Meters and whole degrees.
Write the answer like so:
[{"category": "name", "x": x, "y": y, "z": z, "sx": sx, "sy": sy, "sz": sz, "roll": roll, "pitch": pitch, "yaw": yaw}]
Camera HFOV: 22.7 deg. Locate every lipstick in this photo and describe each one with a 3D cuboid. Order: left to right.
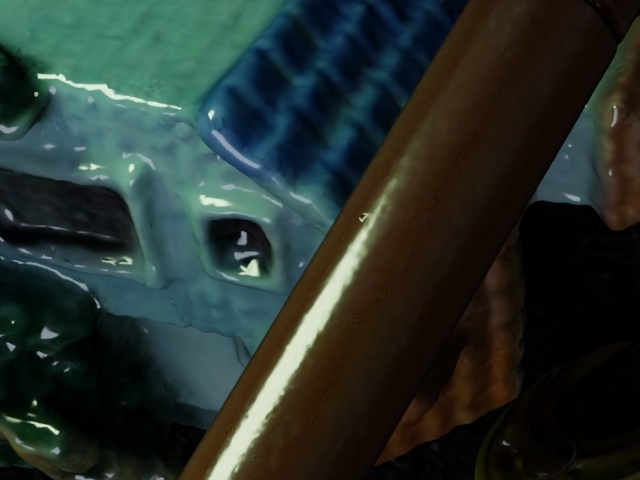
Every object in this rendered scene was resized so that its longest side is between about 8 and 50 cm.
[{"category": "lipstick", "x": 0.056, "y": -0.040, "z": 0.553, "sx": 0.057, "sy": 0.357, "sz": 0.057, "roll": 29, "pitch": 166, "yaw": 8}]

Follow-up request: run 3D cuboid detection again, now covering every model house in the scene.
[{"category": "model house", "x": 0.000, "y": 0.000, "z": 0.711, "sx": 0.329, "sy": 0.252, "sz": 0.295, "roll": 11, "pitch": 133, "yaw": 16}]

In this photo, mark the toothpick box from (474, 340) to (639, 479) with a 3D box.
[{"category": "toothpick box", "x": 0.185, "y": 0.186, "z": 0.802, "sx": 0.175, "sy": 0.175, "sz": 0.271, "roll": -9, "pitch": 119, "yaw": 37}]
